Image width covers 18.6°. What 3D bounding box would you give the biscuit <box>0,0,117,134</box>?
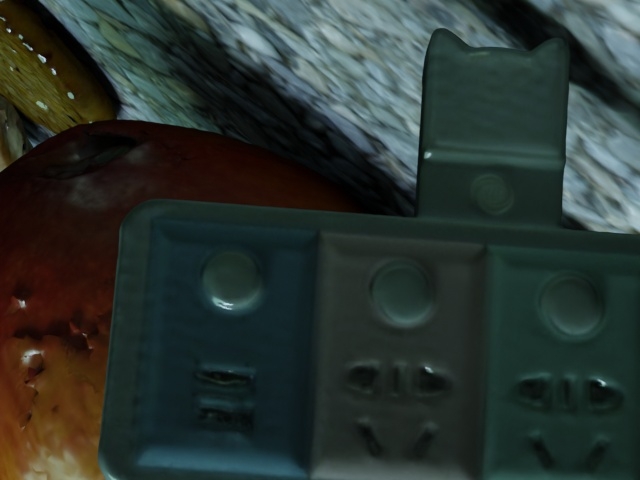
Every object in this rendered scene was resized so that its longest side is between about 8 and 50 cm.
[{"bbox_3d":[-0.188,-0.121,1.125,0.188,0.027,0.188,38,167,10],"label":"biscuit"}]

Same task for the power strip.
[{"bbox_3d":[0.048,0.013,0.583,0.216,0.145,0.061,5,169,-1],"label":"power strip"}]

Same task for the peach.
[{"bbox_3d":[-0.056,0.072,0.895,0.281,0.238,0.281,52,-161,-26],"label":"peach"}]

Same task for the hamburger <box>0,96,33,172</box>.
[{"bbox_3d":[-0.322,-0.097,1.384,0.243,0.146,0.286,46,171,7],"label":"hamburger"}]
